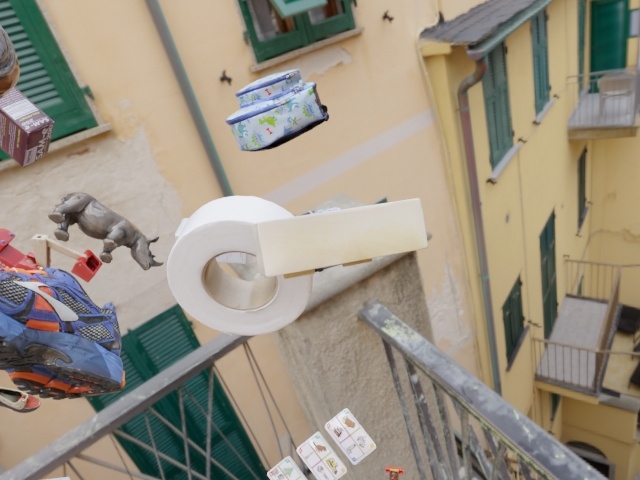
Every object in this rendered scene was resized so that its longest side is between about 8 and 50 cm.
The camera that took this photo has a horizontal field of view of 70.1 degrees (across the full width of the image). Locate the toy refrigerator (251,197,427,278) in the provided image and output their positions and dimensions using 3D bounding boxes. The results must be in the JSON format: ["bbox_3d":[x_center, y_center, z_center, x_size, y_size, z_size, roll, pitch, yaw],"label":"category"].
[{"bbox_3d":[0.030,-0.002,0.758,0.270,0.094,0.102,-9,1,-14],"label":"toy refrigerator"}]

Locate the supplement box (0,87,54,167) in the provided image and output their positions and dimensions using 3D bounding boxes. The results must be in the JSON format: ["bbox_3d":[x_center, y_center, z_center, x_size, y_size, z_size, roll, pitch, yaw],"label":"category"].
[{"bbox_3d":[-0.716,-0.293,1.007,0.130,0.239,0.073,-40,9,44],"label":"supplement box"}]

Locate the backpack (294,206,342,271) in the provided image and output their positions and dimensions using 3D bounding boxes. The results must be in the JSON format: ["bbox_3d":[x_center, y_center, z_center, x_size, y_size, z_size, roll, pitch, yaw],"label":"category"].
[{"bbox_3d":[0.000,0.000,1.130,0.117,0.158,0.173,-15,2,-40],"label":"backpack"}]

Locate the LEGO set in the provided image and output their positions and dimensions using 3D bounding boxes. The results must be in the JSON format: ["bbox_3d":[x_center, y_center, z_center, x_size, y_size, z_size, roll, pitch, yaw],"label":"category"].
[{"bbox_3d":[0.059,0.416,0.737,0.182,0.244,0.060,-43,-11,9],"label":"LEGO set"}]

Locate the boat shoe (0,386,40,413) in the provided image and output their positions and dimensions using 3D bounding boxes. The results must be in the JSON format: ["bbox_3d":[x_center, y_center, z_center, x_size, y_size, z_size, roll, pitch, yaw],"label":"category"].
[{"bbox_3d":[-0.777,0.404,1.163,0.043,0.137,0.049,-36,46,13],"label":"boat shoe"}]

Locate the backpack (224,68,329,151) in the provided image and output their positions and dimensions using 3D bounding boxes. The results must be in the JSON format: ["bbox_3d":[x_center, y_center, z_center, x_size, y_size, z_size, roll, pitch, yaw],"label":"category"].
[{"bbox_3d":[-0.066,-0.169,0.598,0.114,0.084,0.105,-36,24,-24],"label":"backpack"}]

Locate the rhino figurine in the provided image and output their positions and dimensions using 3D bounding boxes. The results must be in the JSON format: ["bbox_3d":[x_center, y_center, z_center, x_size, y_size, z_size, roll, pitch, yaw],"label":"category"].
[{"bbox_3d":[-0.423,-0.013,0.933,0.073,0.243,0.106,-36,36,26],"label":"rhino figurine"}]

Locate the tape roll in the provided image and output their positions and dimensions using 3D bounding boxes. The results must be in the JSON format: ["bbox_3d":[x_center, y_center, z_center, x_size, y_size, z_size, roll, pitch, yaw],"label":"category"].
[{"bbox_3d":[-0.155,0.057,0.919,0.286,0.286,0.100,-12,32,9],"label":"tape roll"}]

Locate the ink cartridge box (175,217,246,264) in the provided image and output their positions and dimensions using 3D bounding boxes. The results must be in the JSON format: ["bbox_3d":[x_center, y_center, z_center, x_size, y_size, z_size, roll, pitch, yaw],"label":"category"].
[{"bbox_3d":[-0.276,0.000,1.184,0.175,0.072,0.127,4,23,-7],"label":"ink cartridge box"}]

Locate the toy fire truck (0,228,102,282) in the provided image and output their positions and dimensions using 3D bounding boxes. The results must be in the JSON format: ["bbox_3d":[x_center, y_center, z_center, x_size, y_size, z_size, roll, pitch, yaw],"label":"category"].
[{"bbox_3d":[-0.548,0.033,0.890,0.135,0.192,0.047,-38,25,18],"label":"toy fire truck"}]

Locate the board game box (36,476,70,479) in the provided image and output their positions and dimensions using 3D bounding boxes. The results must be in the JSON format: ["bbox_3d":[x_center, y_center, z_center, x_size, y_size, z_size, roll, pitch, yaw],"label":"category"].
[{"bbox_3d":[-0.511,0.447,0.751,0.026,0.154,0.103,37,97,40],"label":"board game box"}]

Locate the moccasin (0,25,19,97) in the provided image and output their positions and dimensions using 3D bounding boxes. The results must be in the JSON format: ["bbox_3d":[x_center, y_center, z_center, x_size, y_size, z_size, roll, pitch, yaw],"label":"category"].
[{"bbox_3d":[-0.414,-0.097,0.295,0.380,0.139,0.147,-29,-5,-33],"label":"moccasin"}]

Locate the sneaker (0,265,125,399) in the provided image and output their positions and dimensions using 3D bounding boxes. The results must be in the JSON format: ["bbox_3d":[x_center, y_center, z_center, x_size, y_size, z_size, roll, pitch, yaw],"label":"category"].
[{"bbox_3d":[-0.231,0.052,0.338,0.083,0.221,0.087,-14,55,7],"label":"sneaker"}]
